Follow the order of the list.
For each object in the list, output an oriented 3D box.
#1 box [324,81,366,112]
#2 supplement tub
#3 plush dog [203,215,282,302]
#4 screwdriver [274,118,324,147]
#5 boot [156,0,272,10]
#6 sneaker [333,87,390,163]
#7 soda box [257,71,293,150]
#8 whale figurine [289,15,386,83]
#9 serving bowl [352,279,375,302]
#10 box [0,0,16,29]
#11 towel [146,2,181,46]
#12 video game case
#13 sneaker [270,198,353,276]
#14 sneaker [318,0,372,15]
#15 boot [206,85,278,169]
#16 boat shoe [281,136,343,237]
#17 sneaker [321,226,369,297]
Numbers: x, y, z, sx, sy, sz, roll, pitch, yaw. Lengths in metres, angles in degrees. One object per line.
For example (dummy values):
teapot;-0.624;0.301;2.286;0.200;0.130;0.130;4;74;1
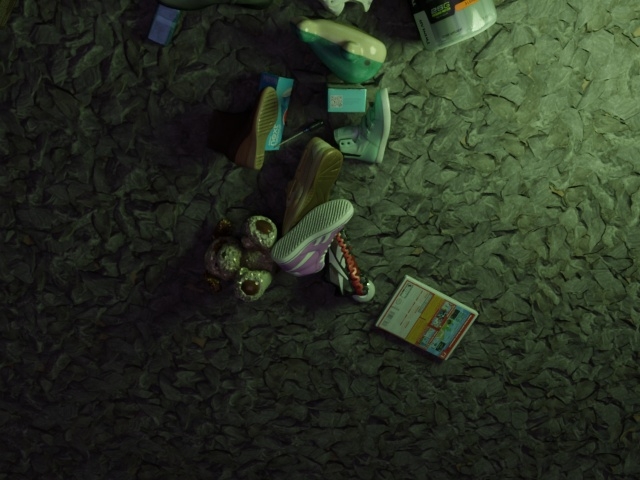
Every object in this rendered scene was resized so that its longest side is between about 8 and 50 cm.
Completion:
box;0.064;-0.395;1.597;0.100;0.244;0.060;1;109;-1
supplement tub;0.313;-0.690;1.519;0.207;0.207;0.338;-24;108;7
plush dog;-0.250;0.056;1.809;0.225;0.210;0.263;9;81;10
screwdriver;-0.063;-0.315;1.713;0.169;0.024;0.025;-26;127;-14
boot;-0.281;-0.675;1.495;0.338;0.223;0.118;-3;98;-2
sneaker;0.116;-0.321;1.660;0.151;0.094;0.256;4;140;-2
soda box;-0.143;-0.370;1.681;0.067;0.071;0.210;25;112;29
whale figurine;0.041;-0.514;1.576;0.271;0.216;0.141;11;118;-25
serving bowl;0.139;0.168;1.912;0.083;0.027;0.083;-1;109;-2
box;-0.908;-0.661;1.505;0.168;0.203;0.167;32;105;-12
towel;-0.435;-0.607;1.626;0.067;0.029;0.120;24;106;-9
video game case;0.353;0.261;1.951;0.285;0.025;0.204;27;106;-10
sneaker;-0.001;0.000;1.752;0.282;0.102;0.161;-36;135;7
sneaker;0.003;-0.688;1.561;0.305;0.114;0.152;7;108;-3
boot;-0.232;-0.338;1.647;0.206;0.090;0.249;29;117;26
boat shoe;-0.043;-0.144;1.761;0.121;0.110;0.341;-3;127;-47
sneaker;0.051;0.063;1.836;0.135;0.098;0.276;-19;105;12
